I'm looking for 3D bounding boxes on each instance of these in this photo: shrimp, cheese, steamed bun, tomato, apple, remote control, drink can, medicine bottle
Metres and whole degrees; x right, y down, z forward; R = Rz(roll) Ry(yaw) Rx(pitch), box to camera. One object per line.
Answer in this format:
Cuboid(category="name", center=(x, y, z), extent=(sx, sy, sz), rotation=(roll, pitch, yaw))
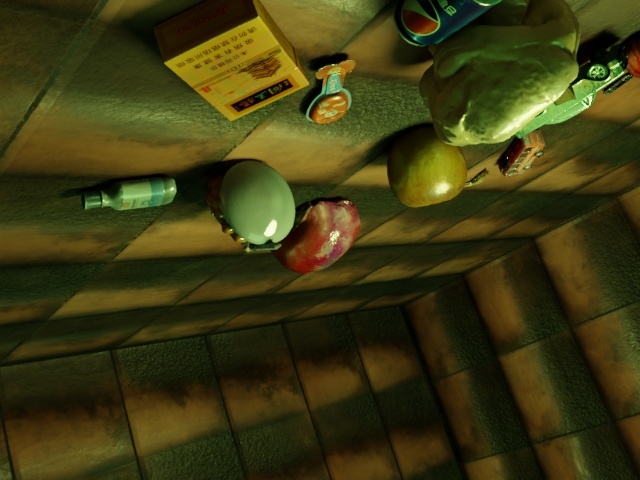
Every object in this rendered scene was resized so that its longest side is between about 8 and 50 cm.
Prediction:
Cuboid(category="shrimp", center=(0.532, -0.212, 2.460), extent=(0.091, 0.025, 0.127), rotation=(-10, 164, -26))
Cuboid(category="cheese", center=(0.023, -0.312, 1.529), extent=(0.106, 0.037, 0.256), rotation=(-18, 165, -9))
Cuboid(category="steamed bun", center=(0.323, -0.340, 1.386), extent=(0.325, 0.230, 0.372), rotation=(-57, -169, 8))
Cuboid(category="tomato", center=(0.005, 0.001, 2.295), extent=(0.335, 0.176, 0.289), rotation=(-32, 162, 35))
Cuboid(category="apple", center=(0.292, -0.203, 1.952), extent=(0.236, 0.208, 0.237), rotation=(-13, -178, 0))
Cuboid(category="remote control", center=(0.861, -0.453, 2.063), extent=(0.039, 0.014, 0.096), rotation=(-6, 158, -38))
Cuboid(category="drink can", center=(0.217, -0.415, 1.219), extent=(0.118, 0.118, 0.205), rotation=(-11, 175, -27))
Cuboid(category="medicine bottle", center=(-0.441, -0.105, 1.646), extent=(0.208, 0.054, 0.090), rotation=(-10, 161, -28))

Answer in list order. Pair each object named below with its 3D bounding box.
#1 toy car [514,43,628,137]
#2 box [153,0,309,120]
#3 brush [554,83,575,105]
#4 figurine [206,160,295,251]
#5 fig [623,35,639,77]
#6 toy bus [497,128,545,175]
Cuboid(category="toy car", center=(0.640, -0.377, 1.838), extent=(0.320, 0.097, 0.141), rotation=(-32, -167, 38))
Cuboid(category="box", center=(-0.144, -0.319, 1.250), extent=(0.174, 0.076, 0.274), rotation=(-21, 164, 11))
Cuboid(category="brush", center=(0.540, -0.398, 1.685), extent=(0.059, 0.123, 0.197), rotation=(-24, 163, 29))
Cuboid(category="figurine", center=(-0.188, -0.095, 1.855), extent=(0.205, 0.224, 0.382), rotation=(-39, -169, -9))
Cuboid(category="fig", center=(0.845, -0.464, 1.823), extent=(0.128, 0.150, 0.128), rotation=(-48, -172, 9))
Cuboid(category="toy bus", center=(0.649, -0.279, 2.306), extent=(0.096, 0.074, 0.235), rotation=(-7, 162, -8))
